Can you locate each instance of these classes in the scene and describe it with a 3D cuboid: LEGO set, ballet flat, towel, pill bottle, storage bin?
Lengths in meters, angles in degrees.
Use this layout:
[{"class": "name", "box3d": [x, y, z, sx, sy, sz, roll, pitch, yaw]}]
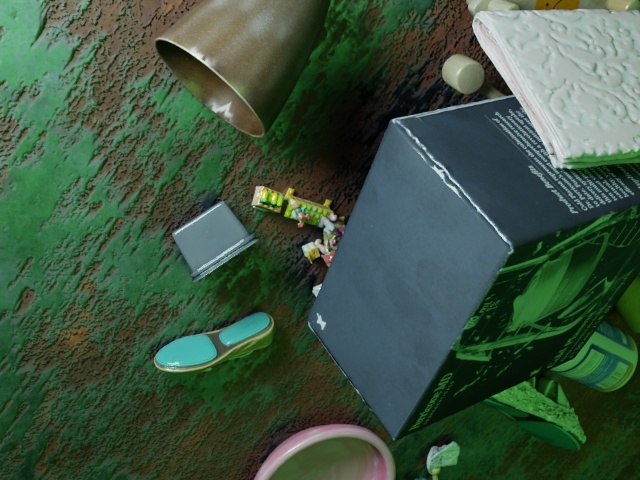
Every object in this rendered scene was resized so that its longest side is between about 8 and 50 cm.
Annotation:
[{"class": "LEGO set", "box3d": [0.000, 0.000, 1.647, 0.132, 0.107, 0.287, -35, 126, -4]}, {"class": "ballet flat", "box3d": [-0.189, 0.205, 1.692, 0.232, 0.080, 0.073, -19, 137, -14]}, {"class": "towel", "box3d": [0.441, -0.250, 1.455, 0.332, 0.317, 0.053, -6, 148, -24]}, {"class": "ballet flat", "box3d": [0.475, 0.352, 2.053, 0.409, 0.147, 0.147, 32, 100, -35]}, {"class": "pill bottle", "box3d": [0.554, 0.224, 2.000, 0.272, 0.152, 0.152, 26, 103, -32]}, {"class": "storage bin", "box3d": [-0.187, -0.005, 1.577, 0.135, 0.098, 0.091, -32, 97, -5]}]

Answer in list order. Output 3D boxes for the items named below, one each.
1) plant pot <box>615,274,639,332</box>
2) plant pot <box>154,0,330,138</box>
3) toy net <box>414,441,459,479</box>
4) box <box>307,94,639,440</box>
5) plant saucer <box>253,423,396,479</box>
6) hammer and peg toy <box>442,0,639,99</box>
[{"class": "plant pot", "box3d": [0.705, 0.124, 2.044, 0.095, 0.134, 0.134, 37, 98, -7]}, {"class": "plant pot", "box3d": [-0.096, -0.312, 1.395, 0.230, 0.215, 0.215, -51, 126, -11]}, {"class": "toy net", "box3d": [0.224, 0.537, 2.084, 0.122, 0.045, 0.232, 27, 101, -32]}, {"class": "box", "box3d": [0.294, 0.024, 1.541, 0.472, 0.297, 0.480, -15, 143, -33]}, {"class": "plant saucer", "box3d": [-0.004, 0.516, 1.939, 0.332, 0.084, 0.332, -11, 119, -20]}, {"class": "hammer and peg toy", "box3d": [0.375, -0.372, 1.611, 0.361, 0.127, 0.266, -47, 127, 4]}]
